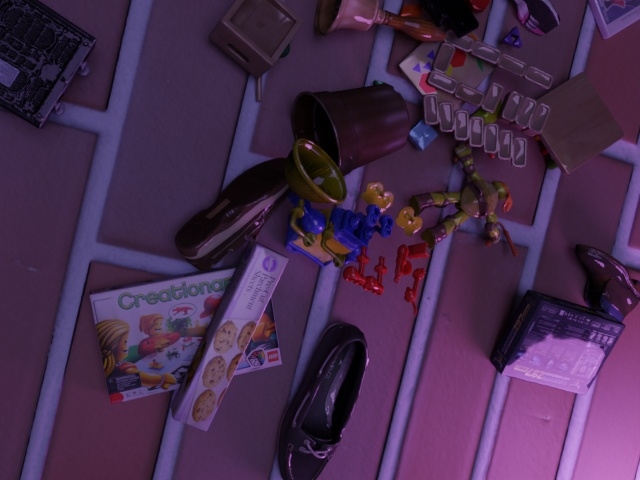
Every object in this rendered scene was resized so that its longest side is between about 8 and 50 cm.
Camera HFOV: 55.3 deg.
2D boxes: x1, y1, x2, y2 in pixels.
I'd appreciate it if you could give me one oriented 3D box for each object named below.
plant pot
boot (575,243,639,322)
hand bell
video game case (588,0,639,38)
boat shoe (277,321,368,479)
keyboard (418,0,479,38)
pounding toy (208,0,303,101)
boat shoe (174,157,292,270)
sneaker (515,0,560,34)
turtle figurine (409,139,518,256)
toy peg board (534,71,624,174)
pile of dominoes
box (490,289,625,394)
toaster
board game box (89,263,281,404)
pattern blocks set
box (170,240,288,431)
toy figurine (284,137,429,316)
[{"bbox_3d":[0.060,-0.201,1.091,0.165,0.167,0.167,-21,101,-22],"label":"plant pot"},{"bbox_3d":[0.617,0.100,1.334,0.219,0.082,0.106,35,82,-19],"label":"boot"},{"bbox_3d":[0.124,-0.403,1.116,0.242,0.126,0.126,10,92,-24],"label":"hand bell"},{"bbox_3d":[0.643,-0.565,1.310,0.183,0.023,0.201,-32,103,-13],"label":"video game case"},{"bbox_3d":[0.004,0.318,1.148,0.112,0.095,0.335,19,89,-19],"label":"boat shoe"},{"bbox_3d":[0.216,-0.465,1.161,0.100,0.038,0.192,-33,89,-35],"label":"keyboard"},{"bbox_3d":[-0.110,-0.344,1.061,0.141,0.100,0.130,38,69,-20],"label":"pounding toy"},{"bbox_3d":[-0.137,-0.045,1.086,0.257,0.095,0.095,-38,139,-14],"label":"boat shoe"},{"bbox_3d":[0.425,-0.499,1.224,0.178,0.072,0.077,42,66,-25],"label":"sneaker"},{"bbox_3d":[0.299,-0.063,1.212,0.217,0.087,0.270,-23,102,-15],"label":"turtle figurine"},{"bbox_3d":[0.514,-0.236,1.282,0.161,0.079,0.161,-32,88,-13],"label":"toy peg board"},{"bbox_3d":[0.321,-0.273,1.197,0.251,0.040,0.196,23,88,-5],"label":"pile of dominoes"},{"bbox_3d":[0.502,0.219,1.295,0.232,0.059,0.183,16,107,-18],"label":"box"},{"bbox_3d":[-0.463,-0.281,0.935,0.185,0.110,0.168,31,85,-18],"label":"toaster"},{"bbox_3d":[-0.232,0.156,1.080,0.305,0.053,0.193,-11,98,-17],"label":"board game box"},{"bbox_3d":[0.255,-0.344,1.199,0.324,0.026,0.285,-35,99,-11],"label":"pattern blocks set"},{"bbox_3d":[-0.157,0.159,1.042,0.067,0.063,0.324,27,86,-20],"label":"box"},{"bbox_3d":[0.000,0.000,1.052,0.362,0.217,0.191,32,57,-40],"label":"toy figurine"}]
